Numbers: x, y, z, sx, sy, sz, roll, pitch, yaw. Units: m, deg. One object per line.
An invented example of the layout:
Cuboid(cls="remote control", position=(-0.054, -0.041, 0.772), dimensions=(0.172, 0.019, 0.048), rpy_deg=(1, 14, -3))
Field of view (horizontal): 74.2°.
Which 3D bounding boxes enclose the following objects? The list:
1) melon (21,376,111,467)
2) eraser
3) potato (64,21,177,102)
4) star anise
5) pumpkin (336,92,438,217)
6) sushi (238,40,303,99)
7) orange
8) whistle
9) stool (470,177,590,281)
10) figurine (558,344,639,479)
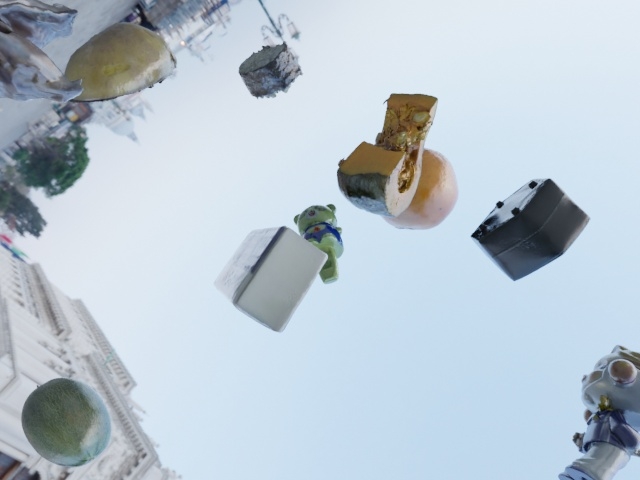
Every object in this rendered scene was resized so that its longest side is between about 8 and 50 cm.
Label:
Cuboid(cls="melon", position=(-0.423, 0.298, 0.705), dimensions=(0.167, 0.114, 0.114), rpy_deg=(35, -113, 16))
Cuboid(cls="eraser", position=(-0.092, 0.050, 0.656), dimensions=(0.124, 0.081, 0.279), rpy_deg=(-58, -163, -12))
Cuboid(cls="potato", position=(-0.387, -0.367, 0.846), dimensions=(0.120, 0.100, 0.261), rpy_deg=(23, -131, 25))
Cuboid(cls="star anise", position=(-0.441, -0.265, 0.543), dimensions=(0.359, 0.316, 0.139), rpy_deg=(-15, 175, -38))
Cuboid(cls="pumpkin", position=(0.147, -0.198, 0.966), dimensions=(0.139, 0.281, 0.190), rpy_deg=(23, -156, 34))
Cuboid(cls="sushi", position=(-0.105, -0.341, 0.861), dimensions=(0.150, 0.078, 0.090), rpy_deg=(13, -117, 47))
Cuboid(cls="orange", position=(0.320, -0.181, 1.473), dimensions=(0.312, 0.312, 0.312), rpy_deg=(-25, -148, 16))
Cuboid(cls="whistle", position=(0.000, 0.000, 0.927), dimensions=(0.105, 0.085, 0.227), rpy_deg=(-18, -133, 6))
Cuboid(cls="stool", position=(0.466, -0.029, 0.965), dimensions=(0.232, 0.141, 0.232), rpy_deg=(-45, 179, -1))
Cuboid(cls="figurine", position=(0.485, 0.283, 0.688), dimensions=(0.133, 0.194, 0.274), rpy_deg=(26, -146, 36))
